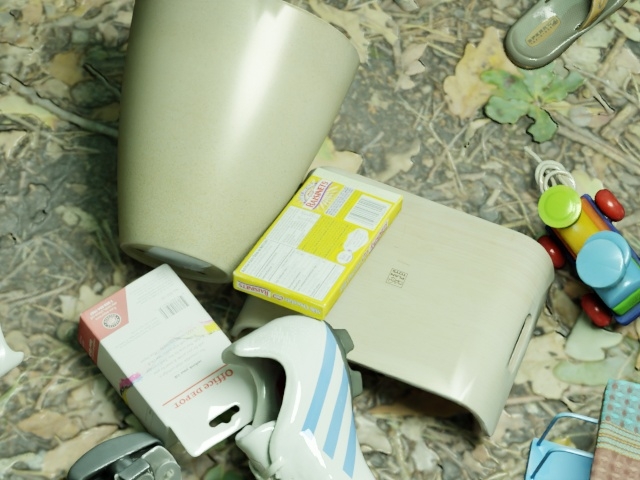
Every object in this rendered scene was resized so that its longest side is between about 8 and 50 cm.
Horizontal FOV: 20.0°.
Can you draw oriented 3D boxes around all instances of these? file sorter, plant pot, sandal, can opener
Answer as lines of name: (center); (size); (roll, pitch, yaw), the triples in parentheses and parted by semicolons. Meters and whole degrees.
file sorter: (0.271, 0.279, 1.868); (0.118, 0.104, 0.170); (15, 61, 0)
plant pot: (-0.117, -0.103, 1.951); (0.256, 0.256, 0.274); (17, 76, 0)
sandal: (0.305, -0.298, 2.175); (0.219, 0.060, 0.090); (-41, 70, -3)
can opener: (-0.263, 0.291, 1.806); (0.283, 0.076, 0.095); (-33, 39, -23)

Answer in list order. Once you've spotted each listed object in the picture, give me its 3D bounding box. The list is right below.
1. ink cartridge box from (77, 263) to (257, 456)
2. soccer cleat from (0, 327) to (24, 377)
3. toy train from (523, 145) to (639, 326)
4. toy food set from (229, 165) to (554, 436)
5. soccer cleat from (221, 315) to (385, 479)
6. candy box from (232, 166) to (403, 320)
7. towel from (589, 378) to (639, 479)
ink cartridge box: (-0.151, 0.136, 1.896); (0.115, 0.067, 0.198); (-31, 70, -24)
soccer cleat: (-0.384, 0.067, 1.902); (0.076, 0.068, 0.196); (-21, 67, -35)
toy train: (0.272, -0.028, 1.997); (0.105, 0.143, 0.248); (-39, 66, 9)
toy food set: (0.080, 0.065, 1.973); (0.306, 0.092, 0.220); (20, 60, 11)
soccer cleat: (-0.010, 0.239, 1.808); (0.143, 0.116, 0.331); (-10, 76, -33)
candy box: (0.000, 0.000, 1.904); (0.105, 0.027, 0.206); (18, 41, 18)
towel: (0.444, 0.268, 1.762); (0.370, 0.040, 0.271); (12, 43, 7)
